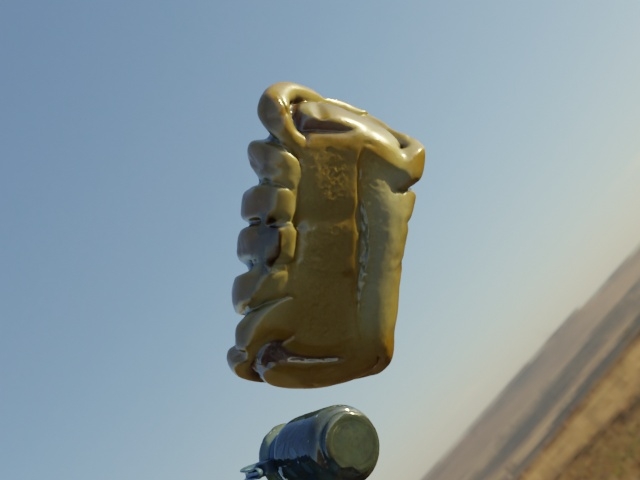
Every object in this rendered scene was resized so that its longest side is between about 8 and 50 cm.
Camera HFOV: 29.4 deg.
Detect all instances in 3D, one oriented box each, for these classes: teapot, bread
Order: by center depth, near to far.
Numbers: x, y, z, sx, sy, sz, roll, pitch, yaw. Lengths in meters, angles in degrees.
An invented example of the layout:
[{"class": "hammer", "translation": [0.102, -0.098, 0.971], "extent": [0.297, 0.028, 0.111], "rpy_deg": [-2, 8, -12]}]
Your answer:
[{"class": "teapot", "translation": [-0.005, 0.133, 0.736], "extent": [0.063, 0.049, 0.083], "rpy_deg": [-49, 11, -33]}, {"class": "bread", "translation": [0.000, 0.000, 0.914], "extent": [0.081, 0.134, 0.225], "rpy_deg": [178, 101, -74]}]
